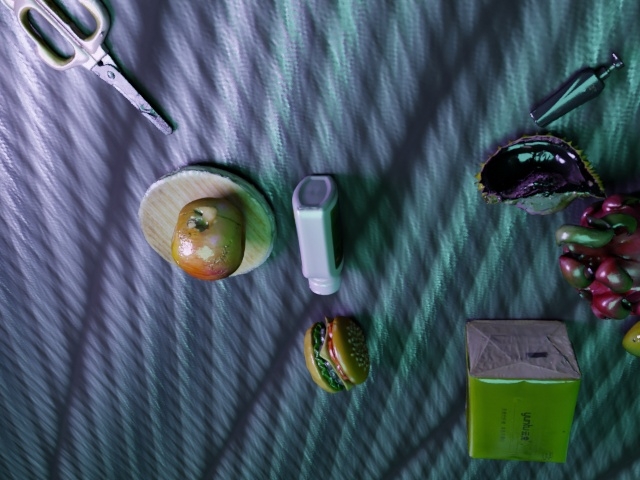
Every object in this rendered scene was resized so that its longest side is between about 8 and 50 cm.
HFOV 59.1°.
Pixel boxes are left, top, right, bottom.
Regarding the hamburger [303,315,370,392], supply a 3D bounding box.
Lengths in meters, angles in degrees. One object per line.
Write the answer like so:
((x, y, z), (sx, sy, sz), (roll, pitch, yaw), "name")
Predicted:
((0.036, 0.235, 1.177), (0.115, 0.162, 0.162), (-21, 122, 19), "hamburger")

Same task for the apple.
((-0.197, -0.002, 0.978), (0.147, 0.146, 0.146), (5, 129, 6), "apple")

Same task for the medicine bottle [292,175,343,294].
((0.000, 0.000, 1.014), (0.078, 0.115, 0.219), (0, 129, 9), "medicine bottle")

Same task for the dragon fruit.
((0.474, 0.029, 0.868), (0.198, 0.273, 0.218), (40, 128, 23), "dragon fruit")

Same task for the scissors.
((-0.355, -0.287, 0.904), (0.160, 0.024, 0.317), (-29, 119, 28), "scissors")

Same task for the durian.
((0.343, -0.101, 0.904), (0.187, 0.118, 0.108), (-4, 165, 17), "durian")

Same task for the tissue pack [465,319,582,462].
((0.402, 0.313, 1.161), (0.201, 0.167, 0.274), (-2, 129, 12), "tissue pack")

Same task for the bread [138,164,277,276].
((-0.212, -0.032, 1.074), (0.267, 0.040, 0.266), (4, 129, 5), "bread")

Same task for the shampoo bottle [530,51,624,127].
((0.377, -0.218, 0.830), (0.048, 0.027, 0.137), (39, 124, -23), "shampoo bottle")

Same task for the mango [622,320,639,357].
((0.685, 0.191, 1.067), (0.191, 0.085, 0.122), (11, 132, 0), "mango")
